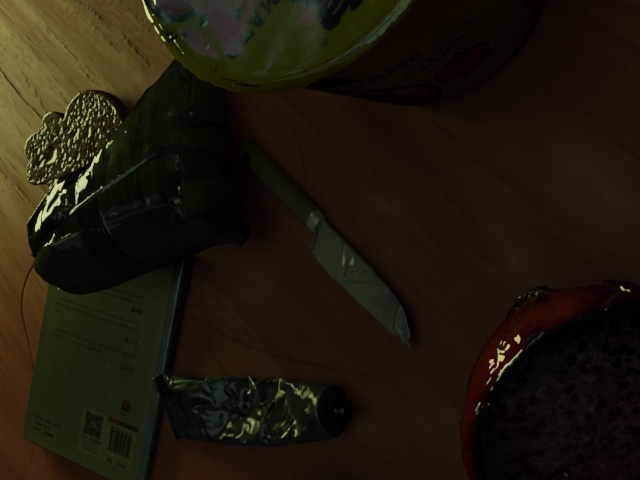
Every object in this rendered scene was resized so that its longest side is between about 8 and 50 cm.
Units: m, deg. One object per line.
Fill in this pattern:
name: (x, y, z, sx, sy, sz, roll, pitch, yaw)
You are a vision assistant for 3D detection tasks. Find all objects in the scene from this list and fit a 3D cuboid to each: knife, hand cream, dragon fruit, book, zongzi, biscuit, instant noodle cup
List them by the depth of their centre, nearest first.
dragon fruit: (0.201, 0.109, 0.730, 0.218, 0.223, 0.148, -45, 25, 12)
instant noodle cup: (0.039, -0.261, 0.804, 0.325, 0.254, 0.326, -3, 84, 34)
knife: (0.002, 0.000, 0.949, 0.298, 0.017, 0.047, 46, 118, 28)
hand cream: (-0.074, 0.174, 0.963, 0.247, 0.052, 0.075, -6, 82, 33)
zongzi: (-0.209, -0.090, 1.032, 0.250, 0.125, 0.274, -19, 62, 21)
book: (-0.257, 0.128, 1.105, 0.214, 0.025, 0.283, 16, 95, 32)
biscuit: (-0.296, -0.118, 1.152, 0.175, 0.026, 0.124, -12, 78, 32)
